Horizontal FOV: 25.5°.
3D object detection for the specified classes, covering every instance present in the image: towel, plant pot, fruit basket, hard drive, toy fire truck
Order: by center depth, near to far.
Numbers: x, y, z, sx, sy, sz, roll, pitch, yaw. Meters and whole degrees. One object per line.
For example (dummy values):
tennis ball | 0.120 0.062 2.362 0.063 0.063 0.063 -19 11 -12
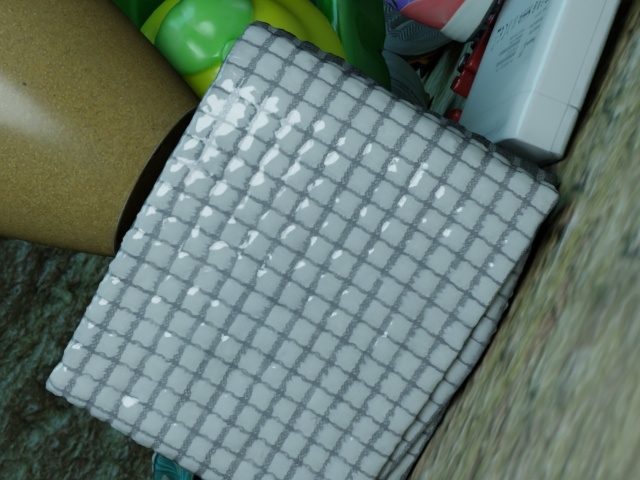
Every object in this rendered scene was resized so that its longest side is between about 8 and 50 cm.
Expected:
towel | -0.009 0.029 0.929 0.283 0.235 0.121 -61 2 12
plant pot | -0.212 -0.103 0.947 0.237 0.254 0.237 -59 -8 -13
hard drive | 0.191 -0.220 1.051 0.233 0.047 0.353 160 130 -83
fruit basket | -0.075 -0.100 1.157 0.283 0.392 0.392 -10 38 29
toy fire truck | 0.158 -0.157 1.234 0.192 0.047 0.135 -61 6 9

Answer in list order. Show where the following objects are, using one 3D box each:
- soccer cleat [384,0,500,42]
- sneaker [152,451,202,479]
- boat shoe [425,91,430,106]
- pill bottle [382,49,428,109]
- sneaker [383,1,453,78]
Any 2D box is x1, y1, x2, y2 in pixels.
soccer cleat | 0.126 -0.287 1.079 0.318 0.116 0.108 117 173 -48
sneaker | -0.149 0.286 1.732 0.275 0.107 0.110 124 162 -54
boat shoe | 0.074 -0.120 1.771 0.170 0.059 0.063 -62 5 9
pill bottle | 0.034 -0.093 1.484 0.160 0.160 0.283 -60 6 28
sneaker | 0.123 -0.268 1.838 0.321 0.124 0.180 -53 -9 -50
